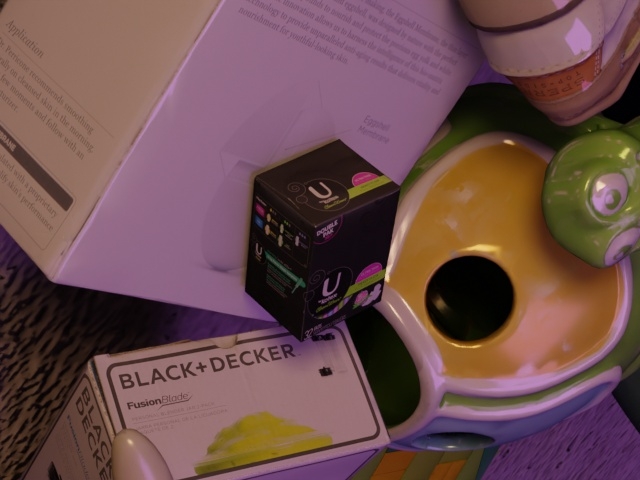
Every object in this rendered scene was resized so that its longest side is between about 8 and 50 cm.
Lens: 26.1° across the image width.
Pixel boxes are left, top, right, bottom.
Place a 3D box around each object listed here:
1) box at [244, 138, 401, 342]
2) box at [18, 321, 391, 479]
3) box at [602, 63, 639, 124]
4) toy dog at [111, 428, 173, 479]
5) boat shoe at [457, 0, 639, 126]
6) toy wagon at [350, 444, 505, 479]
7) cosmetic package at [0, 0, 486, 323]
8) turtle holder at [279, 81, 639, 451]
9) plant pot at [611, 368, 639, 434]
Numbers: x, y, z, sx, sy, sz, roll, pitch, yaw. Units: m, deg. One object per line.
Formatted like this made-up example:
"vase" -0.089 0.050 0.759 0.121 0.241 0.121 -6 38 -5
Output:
"box" 0.000 0.000 0.740 0.062 0.052 0.083 -26 140 -33
"box" -0.096 0.160 0.884 0.169 0.087 0.290 -7 153 -31
"box" 0.301 -0.185 1.114 0.184 0.103 0.261 -51 147 -2
"toy dog" -0.276 0.154 0.569 0.395 0.284 0.408 -30 124 -1
"boat shoe" 0.166 -0.189 0.811 0.302 0.113 0.103 -56 131 -35
"toy wagon" 0.098 0.180 1.272 0.344 0.068 0.267 2 122 -50
"cosmetic package" -0.050 -0.090 0.763 0.224 0.138 0.224 16 112 -55
"turtle holder" 0.118 0.030 0.908 0.227 0.320 0.243 -32 114 -36
"plant pot" 0.387 0.070 1.327 0.293 0.235 0.293 -28 148 -20
